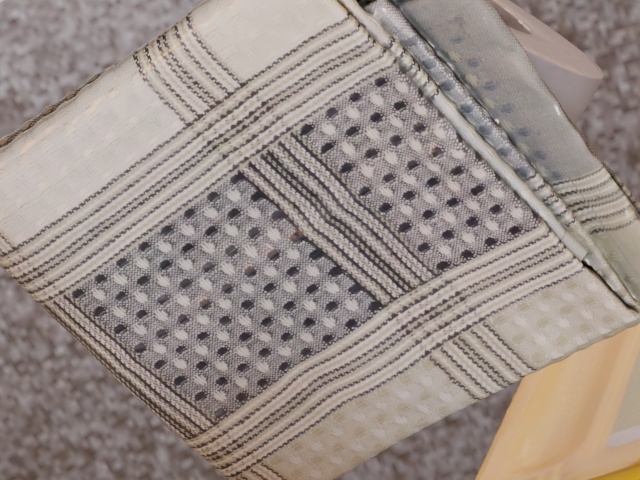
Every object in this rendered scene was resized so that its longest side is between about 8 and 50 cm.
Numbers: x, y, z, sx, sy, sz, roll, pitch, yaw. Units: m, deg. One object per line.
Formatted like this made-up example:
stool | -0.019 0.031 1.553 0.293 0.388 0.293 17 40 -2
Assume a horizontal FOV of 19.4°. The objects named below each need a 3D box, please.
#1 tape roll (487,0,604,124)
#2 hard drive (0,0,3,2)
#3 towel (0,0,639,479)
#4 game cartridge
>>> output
tape roll | 0.065 -0.128 1.162 0.219 0.219 0.072 45 110 45
hard drive | -0.169 -0.190 0.980 0.353 0.047 0.233 -25 34 45
towel | 0.000 0.000 1.038 0.324 0.312 0.056 -31 26 23
game cartridge | 0.263 0.076 1.172 0.324 0.052 0.285 -20 16 26
